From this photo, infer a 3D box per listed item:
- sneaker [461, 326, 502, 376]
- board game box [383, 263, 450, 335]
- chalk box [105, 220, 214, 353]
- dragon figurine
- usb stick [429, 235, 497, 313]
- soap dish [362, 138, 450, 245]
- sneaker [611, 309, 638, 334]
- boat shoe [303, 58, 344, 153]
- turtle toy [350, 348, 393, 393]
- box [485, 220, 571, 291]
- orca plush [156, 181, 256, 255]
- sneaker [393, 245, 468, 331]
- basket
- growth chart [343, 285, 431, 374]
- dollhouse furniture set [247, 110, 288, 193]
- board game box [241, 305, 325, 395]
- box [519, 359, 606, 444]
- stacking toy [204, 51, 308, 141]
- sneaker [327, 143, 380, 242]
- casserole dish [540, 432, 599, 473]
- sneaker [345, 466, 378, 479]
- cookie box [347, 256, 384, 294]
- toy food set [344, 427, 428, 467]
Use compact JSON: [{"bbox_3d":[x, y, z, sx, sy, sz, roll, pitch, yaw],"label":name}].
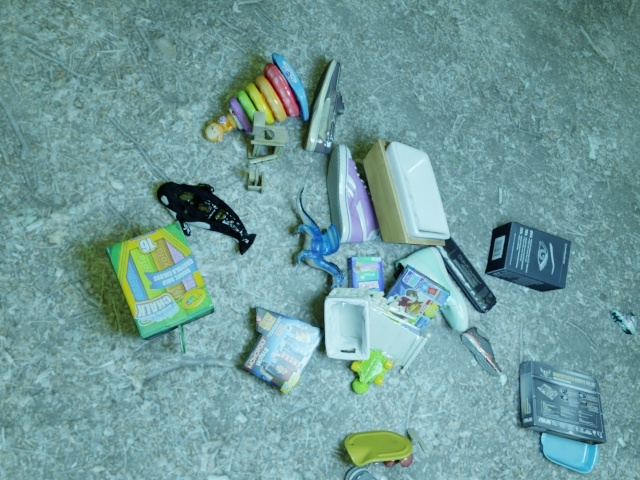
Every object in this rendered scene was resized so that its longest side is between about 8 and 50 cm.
[{"bbox_3d":[0.474,0.314,1.394,0.065,0.061,0.158,-36,88,-24],"label":"sneaker"},{"bbox_3d":[0.235,0.182,1.319,0.136,0.035,0.201,32,109,-1],"label":"board game box"},{"bbox_3d":[-0.366,0.130,1.181,0.179,0.180,0.289,-23,85,-16],"label":"chalk box"},{"bbox_3d":[0.000,0.000,1.337,0.144,0.085,0.289,-2,83,-15],"label":"dragon figurine"},{"bbox_3d":[0.415,0.087,1.436,0.077,0.045,0.278,-35,87,-24],"label":"usb stick"},{"bbox_3d":[0.237,-0.119,1.353,0.229,0.118,0.291,3,70,-51],"label":"soap dish"},{"bbox_3d":[0.960,0.239,1.533,0.069,0.038,0.098,-43,99,-19],"label":"sneaker"},{"bbox_3d":[0.023,-0.386,1.425,0.092,0.103,0.285,16,79,-14],"label":"boat shoe"},{"bbox_3d":[0.129,0.348,1.302,0.095,0.066,0.130,30,75,14],"label":"turtle toy"},{"bbox_3d":[0.620,0.052,1.457,0.207,0.108,0.153,19,74,-9],"label":"box"},{"bbox_3d":[-0.301,-0.068,1.276,0.287,0.102,0.151,45,73,-1],"label":"orca plush"},{"bbox_3d":[0.301,0.154,1.368,0.151,0.094,0.256,-17,73,-21],"label":"sneaker"},{"bbox_3d":[0.075,0.209,1.261,0.113,0.103,0.167,1,106,12],"label":"basket"},{"bbox_3d":[0.177,0.241,1.315,0.237,0.021,0.172,35,109,-2],"label":"growth chart"},{"bbox_3d":[-0.137,-0.227,1.306,0.101,0.182,0.161,2,77,-12],"label":"dollhouse furniture set"},{"bbox_3d":[-0.113,0.266,1.269,0.194,0.060,0.194,33,73,-3],"label":"board game box"},{"bbox_3d":[0.684,0.460,1.387,0.231,0.056,0.183,16,58,-9],"label":"box"},{"bbox_3d":[-0.192,-0.366,1.359,0.301,0.166,0.175,-30,80,-2],"label":"stacking toy"},{"bbox_3d":[0.109,-0.133,1.395,0.161,0.102,0.282,-3,87,-19],"label":"sneaker"},{"bbox_3d":[0.705,0.588,1.398,0.188,0.037,0.114,24,74,-8],"label":"casserole dish"},{"bbox_3d":[0.161,0.702,1.207,0.105,0.115,0.281,-37,88,-17],"label":"sneaker"},{"bbox_3d":[0.127,0.101,1.369,0.091,0.040,0.107,0,79,-14],"label":"cookie box"},{"bbox_3d":[0.163,0.548,1.246,0.217,0.128,0.071,2,98,-17],"label":"toy food set"}]
